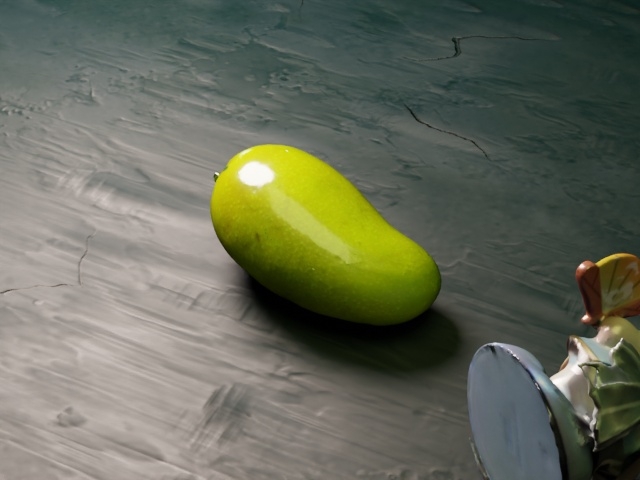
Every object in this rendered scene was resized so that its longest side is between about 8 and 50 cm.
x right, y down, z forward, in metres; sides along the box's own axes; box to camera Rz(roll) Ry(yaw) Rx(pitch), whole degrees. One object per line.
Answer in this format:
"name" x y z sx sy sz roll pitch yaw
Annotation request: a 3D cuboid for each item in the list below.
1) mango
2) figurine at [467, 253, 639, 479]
"mango" 0.000 0.000 1.452 0.293 0.143 0.175 33 42 17
"figurine" 0.367 0.146 1.228 0.388 0.276 0.248 -11 19 -19
